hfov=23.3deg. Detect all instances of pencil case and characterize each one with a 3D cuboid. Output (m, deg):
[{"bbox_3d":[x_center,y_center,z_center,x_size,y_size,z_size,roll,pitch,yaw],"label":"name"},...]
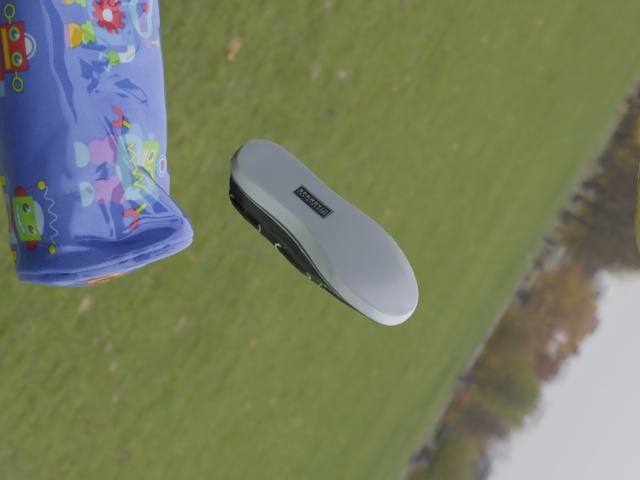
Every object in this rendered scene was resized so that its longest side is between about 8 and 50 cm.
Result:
[{"bbox_3d":[-0.155,-0.125,0.996,0.133,0.119,0.306,-12,98,-45],"label":"pencil case"}]

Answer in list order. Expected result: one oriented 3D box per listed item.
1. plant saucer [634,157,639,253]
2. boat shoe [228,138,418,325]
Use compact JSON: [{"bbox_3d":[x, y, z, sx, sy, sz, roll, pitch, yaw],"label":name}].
[{"bbox_3d":[0.163,-0.200,0.313,0.333,0.081,0.333,-53,150,-44],"label":"plant saucer"},{"bbox_3d":[0.000,0.000,0.889,0.049,0.142,0.040,-30,157,-35],"label":"boat shoe"}]
